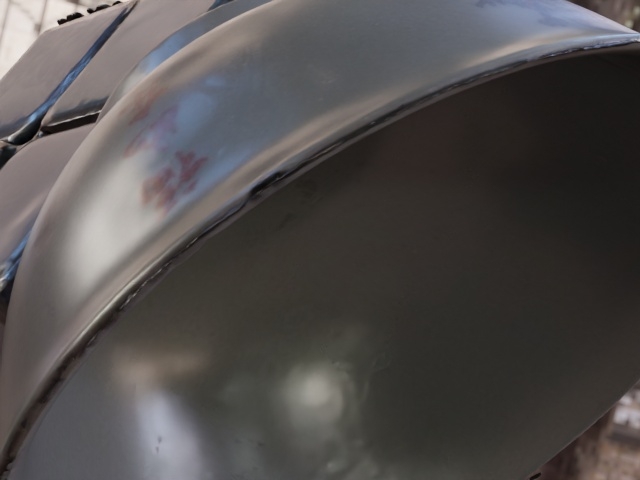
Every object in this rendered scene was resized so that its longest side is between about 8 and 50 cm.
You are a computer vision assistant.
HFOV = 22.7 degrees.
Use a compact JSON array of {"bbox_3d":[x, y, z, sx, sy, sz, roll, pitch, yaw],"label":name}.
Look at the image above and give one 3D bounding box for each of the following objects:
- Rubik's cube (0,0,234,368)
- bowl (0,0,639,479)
[{"bbox_3d":[-0.101,0.037,1.087,0.316,0.318,0.313,-5,-48,51],"label":"Rubik's cube"},{"bbox_3d":[0.000,0.000,0.650,0.345,0.345,0.157,10,39,-50],"label":"bowl"}]
